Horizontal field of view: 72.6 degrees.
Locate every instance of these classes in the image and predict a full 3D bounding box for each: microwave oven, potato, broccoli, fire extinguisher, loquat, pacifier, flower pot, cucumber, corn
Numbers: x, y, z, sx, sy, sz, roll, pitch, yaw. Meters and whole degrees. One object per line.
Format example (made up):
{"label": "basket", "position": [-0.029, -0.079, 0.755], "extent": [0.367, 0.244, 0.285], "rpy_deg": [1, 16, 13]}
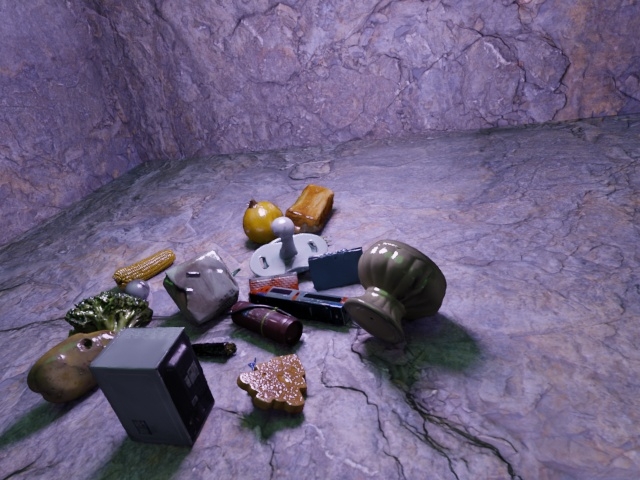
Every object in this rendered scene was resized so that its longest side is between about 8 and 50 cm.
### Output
{"label": "microwave oven", "position": [-0.454, 0.401, 1.225], "extent": [0.237, 0.295, 0.181], "rpy_deg": [-4, 28, 15]}
{"label": "potato", "position": [-0.806, 0.413, 1.457], "extent": [0.296, 0.192, 0.141], "rpy_deg": [-32, 22, -32]}
{"label": "broccoli", "position": [-0.799, 0.325, 1.660], "extent": [0.288, 0.248, 0.246], "rpy_deg": [-7, 63, -11]}
{"label": "fire extinguisher", "position": [-0.211, 0.278, 1.567], "extent": [0.341, 0.105, 0.141], "rpy_deg": [13, 16, 38]}
{"label": "loquat", "position": [-0.289, -0.103, 2.139], "extent": [0.213, 0.246, 0.213], "rpy_deg": [-19, 32, 12]}
{"label": "pacifier", "position": [-0.146, 0.014, 1.840], "extent": [0.343, 0.269, 0.288], "rpy_deg": [-17, 36, -14]}
{"label": "flower pot", "position": [0.224, 0.175, 1.402], "extent": [0.307, 0.307, 0.244], "rpy_deg": [17, 57, 42]}
{"label": "cucumber", "position": [-0.377, 0.375, 1.507], "extent": [0.181, 0.053, 0.053], "rpy_deg": [-4, 29, 20]}
{"label": "corn", "position": [-0.828, 0.132, 2.077], "extent": [0.313, 0.102, 0.102], "rpy_deg": [-29, 32, -34]}

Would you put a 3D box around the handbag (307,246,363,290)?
{"label": "handbag", "position": [0.067, 0.107, 1.717], "extent": [0.221, 0.144, 0.057], "rpy_deg": [-11, 22, 5]}

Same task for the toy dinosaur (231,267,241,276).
{"label": "toy dinosaur", "position": [-0.475, 0.199, 1.841], "extent": [0.120, 0.079, 0.292], "rpy_deg": [21, 45, 38]}

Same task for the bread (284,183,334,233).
{"label": "bread", "position": [-0.053, -0.153, 2.228], "extent": [0.195, 0.149, 0.344], "rpy_deg": [17, 38, 12]}

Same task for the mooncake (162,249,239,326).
{"label": "mooncake", "position": [-0.458, 0.188, 1.713], "extent": [0.254, 0.250, 0.136], "rpy_deg": [-29, -12, -31]}

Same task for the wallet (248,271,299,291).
{"label": "wallet", "position": [-0.184, 0.188, 1.731], "extent": [0.196, 0.103, 0.020], "rpy_deg": [-8, -6, 4]}

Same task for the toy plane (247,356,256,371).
{"label": "toy plane", "position": [-0.198, 0.427, 1.345], "extent": [0.062, 0.054, 0.167], "rpy_deg": [5, 22, -23]}

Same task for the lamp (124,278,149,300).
{"label": "lamp", "position": [-0.798, 0.220, 1.897], "extent": [0.105, 0.105, 0.105], "rpy_deg": [-9, 28, 5]}

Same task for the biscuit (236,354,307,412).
{"label": "biscuit", "position": [-0.123, 0.417, 1.295], "extent": [0.212, 0.041, 0.238], "rpy_deg": [18, 23, 15]}

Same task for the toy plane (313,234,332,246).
{"label": "toy plane", "position": [0.000, 0.000, 2.051], "extent": [0.102, 0.040, 0.111], "rpy_deg": [-29, 32, -32]}

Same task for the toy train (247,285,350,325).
{"label": "toy train", "position": [-0.083, 0.232, 1.610], "extent": [0.409, 0.086, 0.089], "rpy_deg": [5, 33, 29]}
